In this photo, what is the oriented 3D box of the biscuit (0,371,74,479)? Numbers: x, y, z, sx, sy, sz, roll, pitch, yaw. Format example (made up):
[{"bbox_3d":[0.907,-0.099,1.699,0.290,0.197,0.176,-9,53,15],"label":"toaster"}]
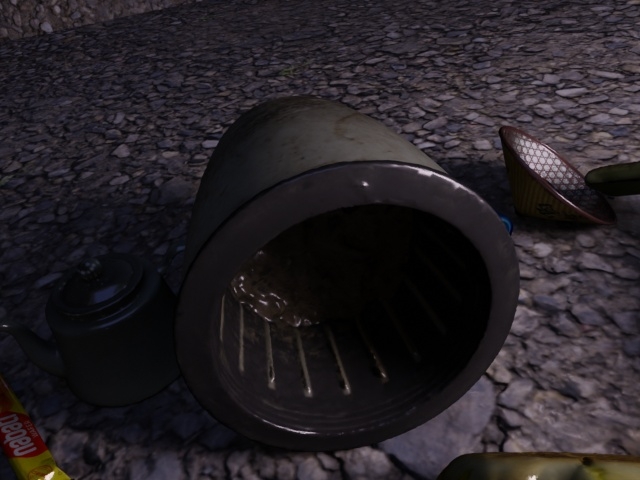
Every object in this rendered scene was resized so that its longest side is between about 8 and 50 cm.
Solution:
[{"bbox_3d":[-0.349,0.192,0.637,0.048,0.026,0.292,-17,33,-40],"label":"biscuit"}]

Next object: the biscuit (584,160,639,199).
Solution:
[{"bbox_3d":[0.467,-0.082,0.646,0.099,0.038,0.323,8,-7,-37],"label":"biscuit"}]

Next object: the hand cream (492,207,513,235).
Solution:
[{"bbox_3d":[0.150,-0.059,0.819,0.120,0.061,0.270,-22,34,-16],"label":"hand cream"}]

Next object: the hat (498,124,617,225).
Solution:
[{"bbox_3d":[0.292,-0.064,0.772,0.193,0.082,0.193,27,32,-18],"label":"hat"}]

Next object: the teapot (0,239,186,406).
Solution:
[{"bbox_3d":[-0.229,0.074,0.659,0.239,0.148,0.162,-23,38,-14],"label":"teapot"}]

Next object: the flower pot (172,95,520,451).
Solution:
[{"bbox_3d":[0.000,0.000,0.608,0.294,0.293,0.330,-14,30,-4],"label":"flower pot"}]

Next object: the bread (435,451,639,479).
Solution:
[{"bbox_3d":[0.184,0.197,0.388,0.214,0.213,0.104,-3,75,10],"label":"bread"}]
